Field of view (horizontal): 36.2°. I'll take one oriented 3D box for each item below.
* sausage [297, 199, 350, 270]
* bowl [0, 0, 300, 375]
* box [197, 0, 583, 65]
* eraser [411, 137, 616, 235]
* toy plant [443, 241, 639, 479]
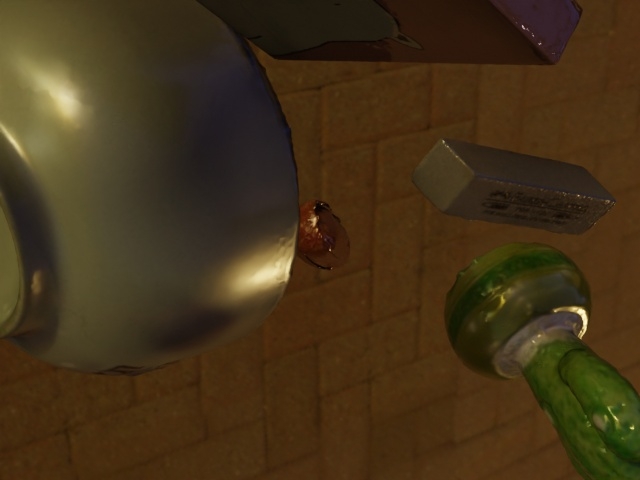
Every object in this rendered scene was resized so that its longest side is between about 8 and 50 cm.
[{"bbox_3d":[0.000,0.000,1.691,0.102,0.102,0.330,-59,171,-2],"label":"sausage"},{"bbox_3d":[-0.204,-0.040,0.752,0.185,0.353,0.354,-30,126,-44],"label":"bowl"},{"bbox_3d":[-0.014,-0.170,0.452,0.215,0.215,0.086,30,79,-40],"label":"box"},{"bbox_3d":[0.330,-0.085,1.663,0.352,0.077,0.111,8,143,-26],"label":"eraser"},{"bbox_3d":[0.285,0.165,1.143,0.184,0.316,0.224,-24,141,-7],"label":"toy plant"}]
